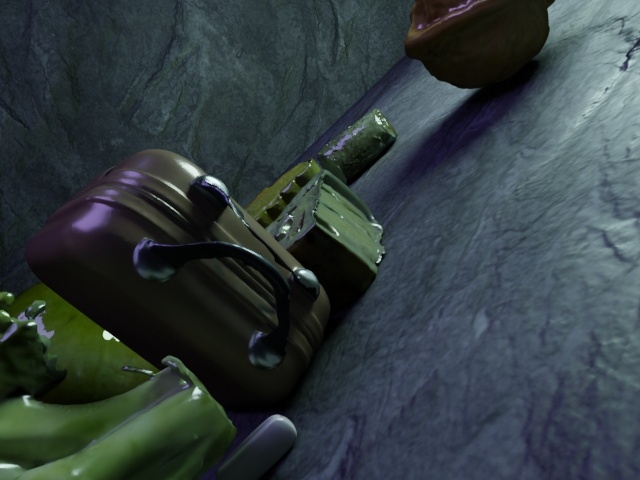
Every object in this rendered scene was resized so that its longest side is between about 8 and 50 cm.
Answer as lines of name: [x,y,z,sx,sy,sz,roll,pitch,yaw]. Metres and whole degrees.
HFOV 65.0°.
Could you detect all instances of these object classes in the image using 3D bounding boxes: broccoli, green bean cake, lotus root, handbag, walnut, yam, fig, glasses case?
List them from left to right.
broccoli: [-0.190,0.212,0.363,0.281,0.348,0.293,-39,55,-19]
fig: [-0.385,0.216,0.812,0.316,0.316,0.316,-40,14,12]
handbag: [-0.122,0.046,0.523,0.283,0.302,0.149,-17,33,50]
glasses case: [-0.057,0.190,0.445,0.083,0.032,0.021,-45,11,-1]
green bean cake: [-0.072,-0.043,0.998,0.233,0.124,0.236,-43,14,-1]
lotus root: [0.000,0.000,0.678,0.138,0.119,0.235,-37,16,23]
yam: [0.084,-0.208,1.112,0.183,0.107,0.107,-41,14,5]
walnut: [0.255,-0.364,0.813,0.257,0.224,0.257,-19,12,4]
